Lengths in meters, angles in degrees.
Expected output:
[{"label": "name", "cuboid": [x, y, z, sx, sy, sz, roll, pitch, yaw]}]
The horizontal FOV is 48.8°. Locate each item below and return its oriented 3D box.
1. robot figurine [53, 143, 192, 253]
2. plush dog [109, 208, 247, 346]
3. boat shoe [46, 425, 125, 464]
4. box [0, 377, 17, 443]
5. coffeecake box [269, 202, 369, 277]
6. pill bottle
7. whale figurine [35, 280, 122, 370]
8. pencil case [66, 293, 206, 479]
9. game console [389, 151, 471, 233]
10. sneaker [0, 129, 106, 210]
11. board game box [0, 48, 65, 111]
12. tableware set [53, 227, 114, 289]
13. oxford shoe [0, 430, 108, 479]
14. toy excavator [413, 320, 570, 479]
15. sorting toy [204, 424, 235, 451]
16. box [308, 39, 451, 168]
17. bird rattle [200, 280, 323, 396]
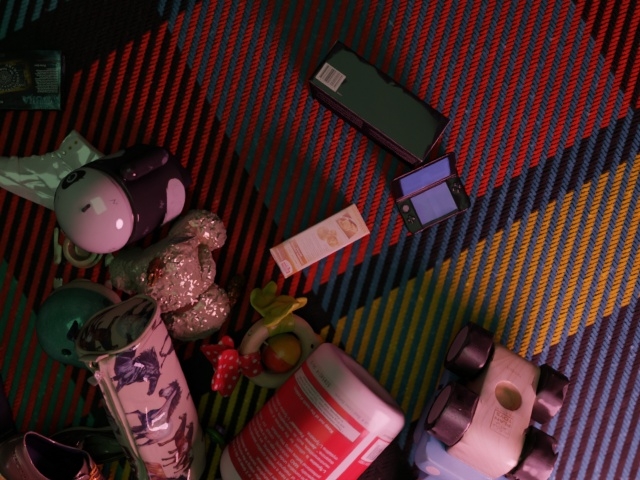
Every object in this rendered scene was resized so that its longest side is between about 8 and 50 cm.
[{"label": "robot figurine", "cuboid": [-0.376, -0.087, 1.353, 0.173, 0.278, 0.209, 17, 121, 25]}, {"label": "plush dog", "cuboid": [-0.271, 0.100, 1.411, 0.262, 0.211, 0.225, -31, 116, 3]}, {"label": "boat shoe", "cuboid": [-0.490, 0.431, 1.465, 0.223, 0.073, 0.080, -9, 91, 1]}, {"label": "box", "cuboid": [-0.791, 0.286, 1.358, 0.211, 0.293, 0.396, -15, 92, 2]}, {"label": "coffeecake box", "cuboid": [0.000, 0.000, 1.410, 0.185, 0.142, 0.068, -29, 90, 1]}, {"label": "pill bottle", "cuboid": [-0.045, 0.419, 1.380, 0.229, 0.229, 0.408, 43, 92, 0]}, {"label": "whale figurine", "cuboid": [-0.442, 0.210, 1.400, 0.216, 0.141, 0.272, -28, 114, 21]}, {"label": "pencil case", "cuboid": [-0.336, 0.313, 1.336, 0.159, 0.183, 0.411, 8, 124, 30]}, {"label": "game console", "cuboid": [0.226, -0.094, 1.432, 0.143, 0.085, 0.124, -25, 91, 2]}, {"label": "sneaker", "cuboid": [-0.556, -0.158, 1.442, 0.292, 0.108, 0.169, 23, 90, -9]}, {"label": "board game box", "cuboid": [-0.628, -0.334, 1.471, 0.186, 0.026, 0.126, 2, 92, 1]}, {"label": "tableware set", "cuboid": [-0.501, 0.069, 1.473, 0.128, 0.039, 0.194, 1, 91, 1]}, {"label": "oxford shoe", "cuboid": [-0.475, 0.501, 1.390, 0.132, 0.130, 0.363, -37, 117, 27]}, {"label": "toy excavator", "cuboid": [0.253, 0.448, 1.394, 0.222, 0.445, 0.433, 29, 51, 1]}, {"label": "sorting toy", "cuboid": [-0.200, 0.408, 1.468, 0.042, 0.061, 0.102, -47, 129, -26]}, {"label": "box", "cuboid": [0.110, -0.259, 1.381, 0.261, 0.184, 0.103, 36, 90, 0]}, {"label": "bird rattle", "cuboid": [-0.102, 0.221, 1.416, 0.207, 0.143, 0.254, 38, 82, -30]}]
